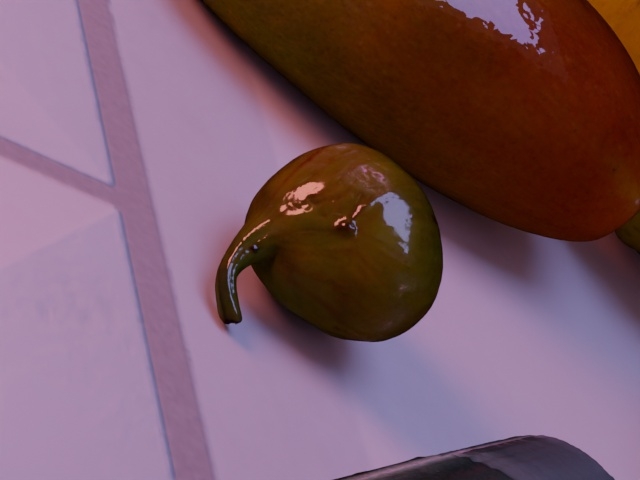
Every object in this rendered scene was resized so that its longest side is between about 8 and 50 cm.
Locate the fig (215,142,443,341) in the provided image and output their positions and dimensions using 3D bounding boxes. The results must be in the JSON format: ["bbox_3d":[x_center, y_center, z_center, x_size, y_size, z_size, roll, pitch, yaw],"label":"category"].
[{"bbox_3d":[0.000,0.000,0.672,0.098,0.082,0.084,6,79,-31],"label":"fig"}]

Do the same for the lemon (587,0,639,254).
[{"bbox_3d":[0.271,-0.096,1.006,0.253,0.253,0.310,35,37,-21],"label":"lemon"}]

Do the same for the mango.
[{"bbox_3d":[0.057,-0.100,0.842,0.289,0.129,0.146,24,34,-21],"label":"mango"}]

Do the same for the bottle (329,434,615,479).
[{"bbox_3d":[0.008,0.114,0.499,0.286,0.082,0.082,-1,52,-56],"label":"bottle"}]
